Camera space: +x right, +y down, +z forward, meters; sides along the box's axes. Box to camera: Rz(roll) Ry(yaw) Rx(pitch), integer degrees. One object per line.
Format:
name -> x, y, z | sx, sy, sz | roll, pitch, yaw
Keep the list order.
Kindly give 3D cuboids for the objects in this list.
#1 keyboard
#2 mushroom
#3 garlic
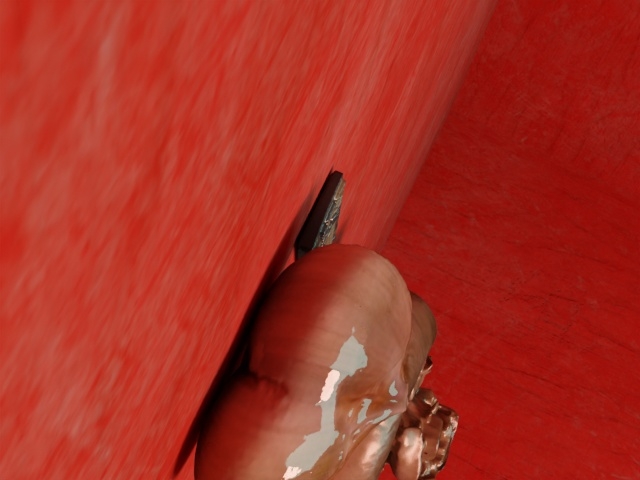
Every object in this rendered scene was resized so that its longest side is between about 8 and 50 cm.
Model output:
keyboard -> -0.001, -0.001, 0.798 | 0.176, 0.014, 0.055 | 98, 15, -78
mushroom -> 0.039, 0.149, 1.056 | 0.226, 0.178, 0.226 | 16, 90, -88
garlic -> -0.010, 0.087, 0.671 | 0.174, 0.099, 0.124 | -63, 161, -15
